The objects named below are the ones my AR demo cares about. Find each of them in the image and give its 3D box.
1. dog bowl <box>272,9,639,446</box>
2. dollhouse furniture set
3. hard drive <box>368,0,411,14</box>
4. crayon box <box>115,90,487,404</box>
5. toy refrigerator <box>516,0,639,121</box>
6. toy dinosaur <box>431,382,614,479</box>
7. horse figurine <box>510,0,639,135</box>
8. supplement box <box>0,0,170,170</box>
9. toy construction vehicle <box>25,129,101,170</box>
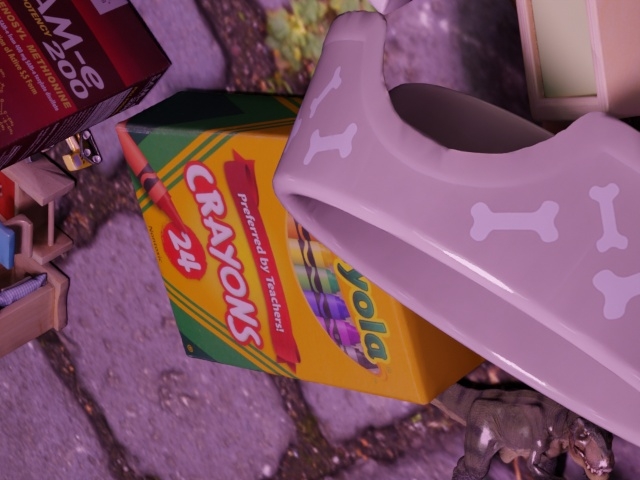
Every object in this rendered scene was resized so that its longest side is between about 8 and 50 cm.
[{"bbox_3d":[0.125,0.012,1.041,0.349,0.102,0.349,33,173,4],"label":"dog bowl"},{"bbox_3d":[-0.313,0.006,1.664,0.129,0.129,0.183,38,140,26],"label":"dollhouse furniture set"},{"bbox_3d":[-0.021,-0.322,1.162,0.318,0.040,0.210,48,142,17],"label":"hard drive"},{"bbox_3d":[0.000,0.000,1.339,0.318,0.081,0.202,6,119,47],"label":"crayon box"},{"bbox_3d":[0.143,-0.198,0.942,0.102,0.094,0.269,-167,69,-74],"label":"toy refrigerator"},{"bbox_3d":[0.128,0.149,1.319,0.268,0.064,0.118,10,119,51],"label":"toy dinosaur"},{"bbox_3d":[0.180,-0.094,1.078,0.174,0.066,0.263,-2,111,43],"label":"horse figurine"},{"bbox_3d":[-0.246,-0.126,1.400,0.130,0.239,0.073,56,142,3],"label":"supplement box"},{"bbox_3d":[-0.238,-0.101,1.580,0.086,0.035,0.098,-4,112,50],"label":"toy construction vehicle"}]
